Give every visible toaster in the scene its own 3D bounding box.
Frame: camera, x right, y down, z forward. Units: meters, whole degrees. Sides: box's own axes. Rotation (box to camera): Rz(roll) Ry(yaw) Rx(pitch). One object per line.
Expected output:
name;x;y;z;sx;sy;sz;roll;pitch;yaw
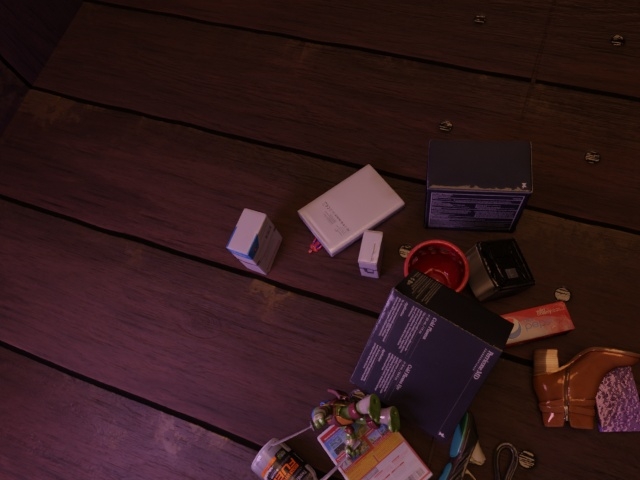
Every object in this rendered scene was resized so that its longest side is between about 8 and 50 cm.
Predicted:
toaster;0.534;0.090;1.613;0.185;0.110;0.168;-6;64;-27

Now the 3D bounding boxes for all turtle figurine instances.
turtle figurine;0.067;0.529;1.445;0.266;0.274;0.198;-26;97;35

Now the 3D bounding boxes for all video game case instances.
video game case;0.151;0.618;1.517;0.204;0.025;0.285;-38;58;-6

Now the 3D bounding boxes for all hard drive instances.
hard drive;0.104;-0.107;1.808;0.307;0.040;0.203;-34;67;-11

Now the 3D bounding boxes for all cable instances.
cable;0.501;0.710;1.448;0.139;0.072;0.287;-15;54;22

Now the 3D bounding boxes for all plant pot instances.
plant pot;0.352;0.113;1.625;0.191;0.174;0.191;-3;69;8

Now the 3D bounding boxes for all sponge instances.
sponge;0.832;0.432;1.498;0.117;0.031;0.210;-6;69;8

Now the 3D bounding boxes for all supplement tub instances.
supplement tub;-0.094;0.669;1.513;0.190;0.117;0.117;34;78;20

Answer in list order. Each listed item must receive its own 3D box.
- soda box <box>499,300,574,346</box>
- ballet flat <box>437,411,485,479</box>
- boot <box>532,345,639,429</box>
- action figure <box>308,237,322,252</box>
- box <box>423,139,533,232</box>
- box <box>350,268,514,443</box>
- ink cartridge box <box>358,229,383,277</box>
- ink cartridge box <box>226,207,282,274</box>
soda box;0.602;0.260;1.576;0.263;0.083;0.092;-15;67;4
ballet flat;0.392;0.622;1.466;0.096;0.095;0.280;27;72;4
boot;0.739;0.408;1.462;0.283;0.109;0.220;-8;73;21
action figure;0.000;0.000;1.808;0.038;0.030;0.115;39;82;18
box;0.479;-0.165;1.649;0.296;0.294;0.183;3;70;10
box;0.301;0.314;1.463;0.312;0.179;0.343;31;118;19
ink cartridge box;0.164;0.045;1.695;0.063;0.150;0.109;9;70;12
ink cartridge box;-0.213;0.007;1.746;0.086;0.203;0.148;17;72;17
